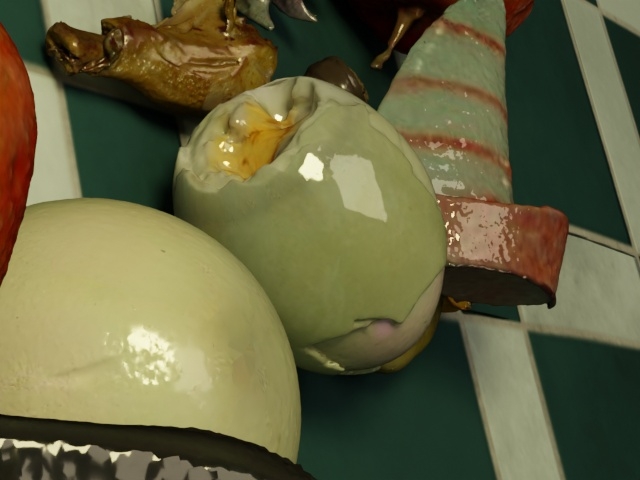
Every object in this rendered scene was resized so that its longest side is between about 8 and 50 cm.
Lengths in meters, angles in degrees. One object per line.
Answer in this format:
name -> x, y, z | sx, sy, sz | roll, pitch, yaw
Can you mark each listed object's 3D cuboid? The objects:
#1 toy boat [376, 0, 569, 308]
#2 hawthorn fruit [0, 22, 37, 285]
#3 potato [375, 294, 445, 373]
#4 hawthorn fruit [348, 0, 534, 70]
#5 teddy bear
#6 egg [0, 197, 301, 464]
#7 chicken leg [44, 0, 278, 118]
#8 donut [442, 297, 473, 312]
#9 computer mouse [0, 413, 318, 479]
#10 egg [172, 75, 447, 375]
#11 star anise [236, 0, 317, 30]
toy boat -> 0.119, -0.092, 1.219 | 0.206, 0.096, 0.282 | 15, 66, -28
hawthorn fruit -> -0.234, -0.056, 0.705 | 0.205, 0.205, 0.253 | 38, 49, -39
potato -> 0.053, 0.058, 1.206 | 0.138, 0.070, 0.092 | -28, 101, -58
hawthorn fruit -> 0.103, -0.260, 1.364 | 0.242, 0.242, 0.272 | 45, 52, -32
teddy bear -> 0.019, -0.075, 1.242 | 0.160, 0.078, 0.119 | 62, -11, -29
egg -> -0.089, 0.090, 0.867 | 0.286, 0.174, 0.264 | 6, 69, -60
chicken leg -> -0.111, -0.142, 1.073 | 0.207, 0.085, 0.101 | 1, 103, -50
donut -> 0.103, 0.030, 1.336 | 0.083, 0.038, 0.067 | 40, 37, -45
computer mouse -> -0.132, 0.166, 0.673 | 0.323, 0.116, 0.183 | 11, 67, -22
egg -> 0.000, 0.000, 1.059 | 0.217, 0.183, 0.183 | 60, 29, -33
star anise -> -0.051, -0.263, 1.263 | 0.180, 0.061, 0.205 | -10, 73, -47
